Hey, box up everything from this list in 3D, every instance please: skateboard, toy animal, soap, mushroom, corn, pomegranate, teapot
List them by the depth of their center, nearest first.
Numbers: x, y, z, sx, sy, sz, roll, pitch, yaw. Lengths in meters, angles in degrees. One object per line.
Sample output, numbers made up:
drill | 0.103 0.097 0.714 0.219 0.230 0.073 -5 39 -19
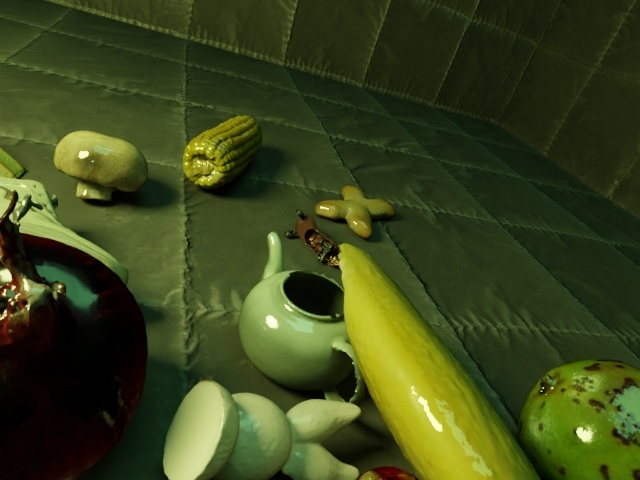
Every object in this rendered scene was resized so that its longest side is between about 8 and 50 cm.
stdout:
toy animal | -0.062 0.229 0.520 0.220 0.130 0.104 29 50 -37
soap | 0.137 0.201 0.544 0.115 0.306 0.427 -32 37 -1
pomegranate | 0.392 0.280 0.612 0.263 0.211 0.211 48 33 -1
teapot | -0.022 0.122 0.671 0.193 0.130 0.294 -4 37 -35
mushroom | -0.421 -0.141 0.873 0.166 0.127 0.166 19 6 -2
skateboard | 0.000 0.000 0.969 0.151 0.067 0.080 42 26 24
corn | -0.227 -0.228 1.123 0.131 0.131 0.344 21 29 1

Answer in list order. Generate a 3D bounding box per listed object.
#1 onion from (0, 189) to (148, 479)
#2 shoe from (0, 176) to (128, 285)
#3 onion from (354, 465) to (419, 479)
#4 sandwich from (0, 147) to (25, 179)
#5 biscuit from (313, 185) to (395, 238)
onion | -0.288 0.098 0.418 0.273 0.285 0.273 27 39 -25
shoe | -0.426 -0.015 0.648 0.341 0.132 0.211 14 32 -3
onion | 0.070 0.297 0.480 0.107 0.097 0.107 -17 21 7
sandwich | -0.678 -0.135 0.815 0.187 0.144 0.117 47 18 -29
biscuit | 0.094 -0.080 1.160 0.164 0.047 0.208 30 31 14
